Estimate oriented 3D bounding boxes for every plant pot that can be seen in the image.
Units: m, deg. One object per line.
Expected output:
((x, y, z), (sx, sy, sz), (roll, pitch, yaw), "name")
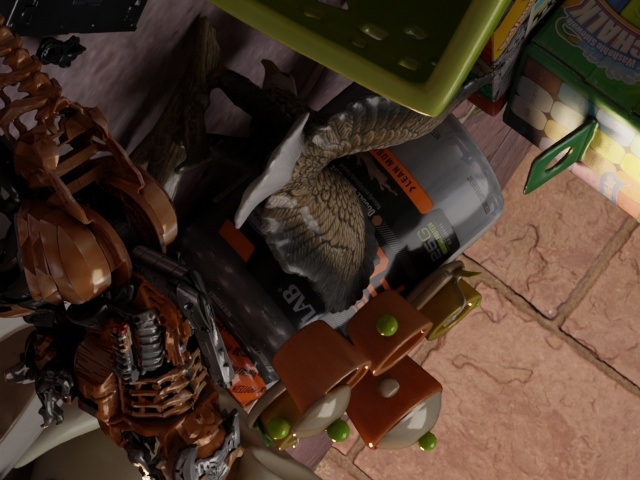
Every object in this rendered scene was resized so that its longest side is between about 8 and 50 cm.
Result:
((0.053, -0.247, 1.031), (0.227, 0.228, 0.207), (-63, 172, 24), "plant pot")

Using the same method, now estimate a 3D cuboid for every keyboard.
((-0.155, -0.157, 0.978), (0.108, 0.023, 0.180), (-63, 166, 17), "keyboard")

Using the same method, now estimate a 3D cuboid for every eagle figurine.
((0.000, -0.076, 1.295), (0.226, 0.298, 0.225), (-21, -124, 52), "eagle figurine")

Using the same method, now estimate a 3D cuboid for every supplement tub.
((0.000, 0.000, 1.547), (0.338, 0.207, 0.207), (-41, 167, -8), "supplement tub")

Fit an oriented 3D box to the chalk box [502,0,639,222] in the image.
((0.294, -0.149, 1.427), (0.289, 0.179, 0.180), (-50, 169, -15), "chalk box")

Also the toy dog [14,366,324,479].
((-0.226, 0.346, 1.614), (0.408, 0.284, 0.395), (-54, 156, 6), "toy dog")

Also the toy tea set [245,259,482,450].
((0.053, 0.141, 1.424), (0.200, 0.124, 0.336), (-49, 164, 29), "toy tea set")

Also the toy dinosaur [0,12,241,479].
((-0.143, 0.003, 0.918), (0.164, 0.218, 0.322), (-11, 99, -44), "toy dinosaur")

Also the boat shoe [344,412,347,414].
((-0.012, 0.034, 1.902), (0.136, 0.156, 0.367), (95, 5, -66), "boat shoe")

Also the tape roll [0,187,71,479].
((-0.293, 0.121, 1.151), (0.392, 0.072, 0.392), (-51, 170, -13), "tape roll")

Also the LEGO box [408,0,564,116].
((0.227, -0.399, 1.352), (0.500, 0.193, 0.372), (-52, 169, -3), "LEGO box")
